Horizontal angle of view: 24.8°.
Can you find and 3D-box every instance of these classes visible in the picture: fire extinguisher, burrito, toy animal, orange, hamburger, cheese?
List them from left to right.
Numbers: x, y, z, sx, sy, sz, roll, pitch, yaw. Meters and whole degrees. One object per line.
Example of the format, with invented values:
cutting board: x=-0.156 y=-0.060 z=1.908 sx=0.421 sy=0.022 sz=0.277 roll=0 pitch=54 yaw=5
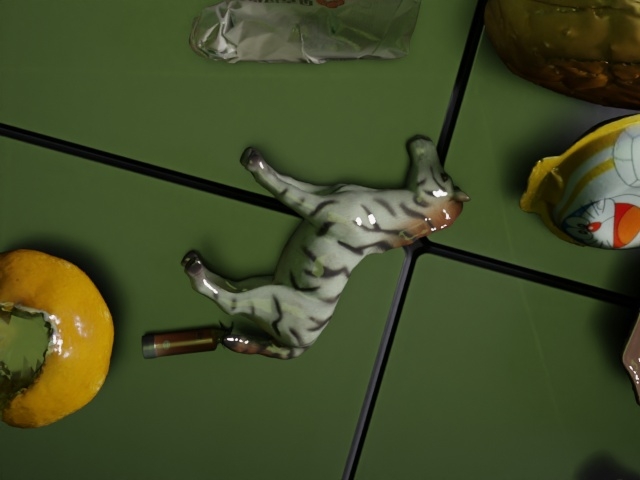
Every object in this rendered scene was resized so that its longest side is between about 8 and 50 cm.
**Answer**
orange: x=-0.256 y=0.085 z=1.264 sx=0.156 sy=0.134 sz=0.157 roll=1 pitch=85 yaw=-8
fire extinguisher: x=-0.120 y=0.090 z=1.320 sx=0.083 sy=0.022 sz=0.028 roll=-7 pitch=67 yaw=0
burrito: x=-0.014 y=-0.184 z=1.270 sx=0.203 sy=0.064 sz=0.064 roll=-3 pitch=97 yaw=-2
toy animal: x=-0.009 y=-0.015 z=1.277 sx=0.255 sy=0.090 sz=0.170 roll=-41 pitch=99 yaw=7
hamburger: x=0.247 y=-0.195 z=1.181 sx=0.244 sy=0.244 sz=0.163 roll=15 pitch=94 yaw=-2
cheese: x=0.305 y=-0.051 z=1.260 sx=0.270 sy=0.069 sz=0.177 roll=-2 pitch=139 yaw=-13

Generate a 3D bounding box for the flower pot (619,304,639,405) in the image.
flower pot: x=0.393 y=0.091 z=1.293 sx=0.250 sy=0.084 sz=0.179 roll=21 pitch=98 yaw=-2
